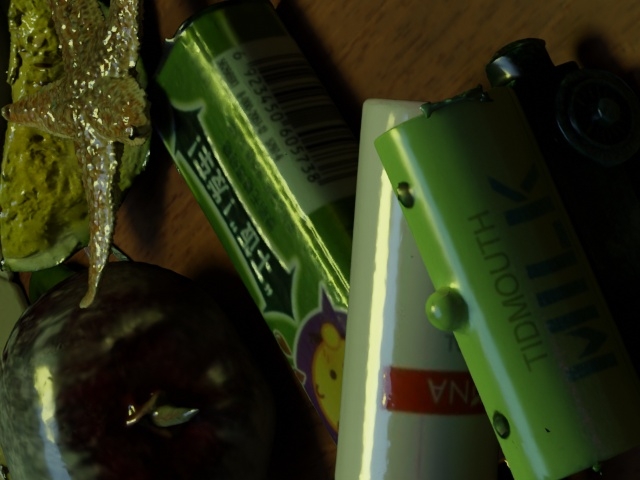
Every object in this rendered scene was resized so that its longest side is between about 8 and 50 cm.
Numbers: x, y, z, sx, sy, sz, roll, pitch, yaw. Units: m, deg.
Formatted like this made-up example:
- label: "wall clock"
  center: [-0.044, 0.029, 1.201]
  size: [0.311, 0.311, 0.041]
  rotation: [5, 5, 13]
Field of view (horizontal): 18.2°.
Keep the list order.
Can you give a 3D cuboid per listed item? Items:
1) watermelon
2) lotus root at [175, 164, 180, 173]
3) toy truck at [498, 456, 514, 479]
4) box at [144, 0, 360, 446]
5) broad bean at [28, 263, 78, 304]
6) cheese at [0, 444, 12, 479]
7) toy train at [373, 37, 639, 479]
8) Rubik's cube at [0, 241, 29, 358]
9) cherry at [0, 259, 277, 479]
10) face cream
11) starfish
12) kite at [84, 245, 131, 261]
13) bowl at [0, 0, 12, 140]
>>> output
- label: "watermelon"
  center: [-0.210, -0.108, 1.645]
  size: [0.123, 0.129, 0.301]
  rotation: [43, 134, 43]
- label: "lotus root"
  center: [-0.083, -0.056, 1.559]
  size: [0.083, 0.030, 0.037]
  rotation: [44, 140, 38]
- label: "toy truck"
  center: [0.099, 0.213, 1.351]
  size: [0.083, 0.092, 0.192]
  rotation: [60, 159, 19]
- label: "box"
  center: [0.000, 0.000, 1.380]
  size: [0.345, 0.097, 0.134]
  rotation: [59, 142, 21]
- label: "broad bean"
  center: [-0.205, 0.102, 1.870]
  size: [0.292, 0.049, 0.144]
  rotation: [40, 149, 45]
- label: "cheese"
  center: [-0.274, 0.261, 2.012]
  size: [0.266, 0.127, 0.233]
  rotation: [62, 149, 9]
- label: "toy train"
  center: [0.124, 0.016, 1.097]
  size: [0.105, 0.157, 0.253]
  rotation: [-32, 79, 62]
- label: "Rubik's cube"
  center: [-0.528, 0.056, 2.122]
  size: [0.322, 0.318, 0.316]
  rotation: [66, 152, 5]
- label: "cherry"
  center: [-0.152, 0.145, 1.623]
  size: [0.255, 0.218, 0.296]
  rotation: [66, 166, 0]
- label: "face cream"
  center: [0.062, 0.088, 1.209]
  size: [0.102, 0.102, 0.346]
  rotation: [10, 98, 59]
- label: "starfish"
  center: [-0.176, -0.103, 1.489]
  size: [0.231, 0.048, 0.295]
  rotation: [34, 124, 49]
- label: "kite"
  center: [-0.200, 0.002, 1.832]
  size: [0.152, 0.005, 0.137]
  rotation: [47, 147, 36]
- label: "bowl"
  center: [-0.370, -0.181, 1.855]
  size: [0.345, 0.157, 0.346]
  rotation: [39, 139, 45]
